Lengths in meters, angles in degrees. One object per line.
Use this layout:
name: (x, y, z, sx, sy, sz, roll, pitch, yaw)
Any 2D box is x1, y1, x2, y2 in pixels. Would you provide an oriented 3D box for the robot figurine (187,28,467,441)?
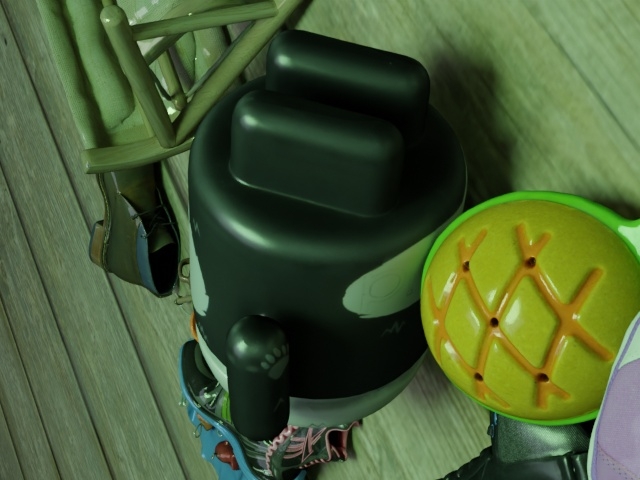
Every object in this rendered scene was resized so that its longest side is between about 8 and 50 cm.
robot figurine: (-0.003, 0.001, 0.755, 0.173, 0.209, 0.278, 50, 153, 31)

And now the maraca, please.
maraca: (0.132, 0.035, 0.615, 0.186, 0.099, 0.127, -5, 96, 38)

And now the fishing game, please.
fishing game: (-0.111, 0.181, 1.229, 0.189, 0.041, 0.264, -14, 87, 62)

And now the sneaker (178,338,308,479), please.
sneaker: (-0.067, 0.156, 1.101, 0.188, 0.067, 0.078, 47, 115, 33)

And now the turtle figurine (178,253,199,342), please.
turtle figurine: (-0.084, 0.019, 1.044, 0.269, 0.087, 0.217, -125, 38, -55)

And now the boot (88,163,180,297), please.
boot: (-0.188, -0.041, 1.281, 0.106, 0.082, 0.219, 33, 129, 27)

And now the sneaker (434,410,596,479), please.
sneaker: (0.113, 0.138, 0.723, 0.217, 0.079, 0.121, -7, 91, 56)

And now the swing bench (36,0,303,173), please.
swing bench: (-0.151, -0.232, 1.004, 0.254, 0.165, 0.253, 123, 130, -62)

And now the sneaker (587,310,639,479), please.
sneaker: (0.198, 0.154, 0.503, 0.161, 0.102, 0.282, -14, 77, 53)

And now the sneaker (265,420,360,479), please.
sneaker: (-0.004, 0.173, 0.989, 0.057, 0.047, 0.119, 46, 128, 24)
